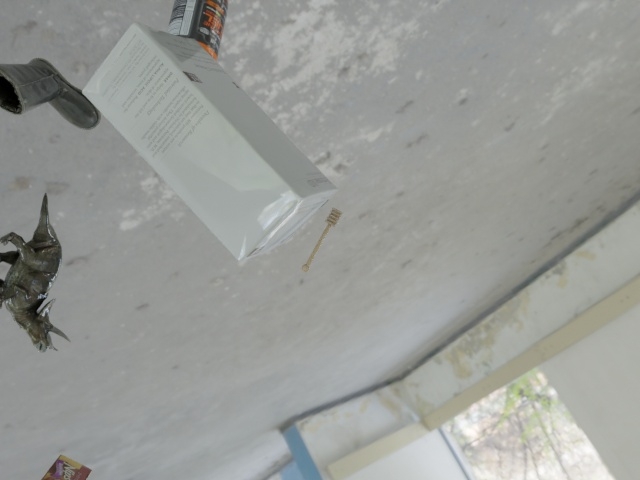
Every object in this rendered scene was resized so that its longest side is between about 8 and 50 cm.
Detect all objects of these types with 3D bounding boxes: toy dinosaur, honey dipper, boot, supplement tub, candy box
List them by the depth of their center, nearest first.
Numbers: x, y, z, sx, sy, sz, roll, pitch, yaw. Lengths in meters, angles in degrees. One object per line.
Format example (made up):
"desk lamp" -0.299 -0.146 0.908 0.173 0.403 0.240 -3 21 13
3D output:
"candy box" -0.366 0.379 0.797 0.186 0.053 0.109 -59 -174 4
"boot" -0.520 -0.268 1.197 0.076 0.190 0.208 -46 -164 9
"supplement tub" -0.245 -0.391 1.231 0.106 0.197 0.106 8 165 2
"toy dinosaur" -0.579 0.061 1.259 0.121 0.313 0.160 7 177 28
"honey dipper" 0.000 0.000 1.451 0.160 0.030 0.030 -59 157 -2

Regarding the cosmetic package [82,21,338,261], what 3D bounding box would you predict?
"cosmetic package" -0.172 -0.162 1.056 0.156 0.385 0.217 -47 176 18
